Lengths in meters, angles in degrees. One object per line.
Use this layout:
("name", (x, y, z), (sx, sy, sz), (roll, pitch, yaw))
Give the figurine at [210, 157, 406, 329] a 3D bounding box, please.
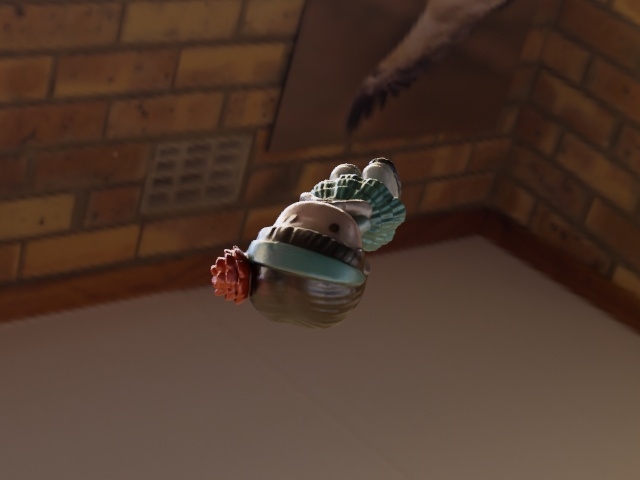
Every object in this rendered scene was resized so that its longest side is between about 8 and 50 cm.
("figurine", (0.000, 0.000, 1.339), (0.138, 0.110, 0.245), (-2, -155, 25))
